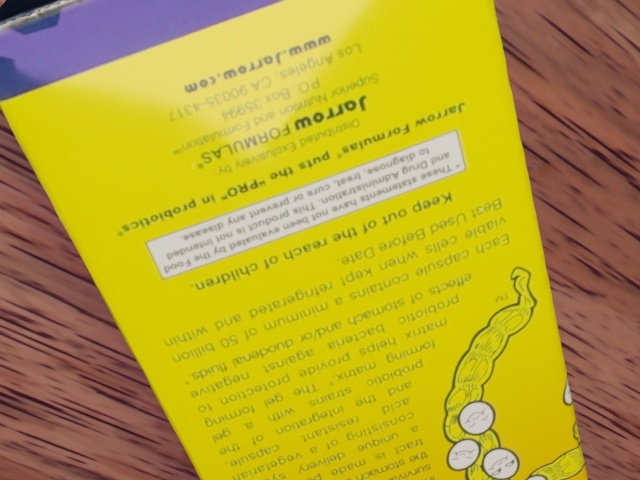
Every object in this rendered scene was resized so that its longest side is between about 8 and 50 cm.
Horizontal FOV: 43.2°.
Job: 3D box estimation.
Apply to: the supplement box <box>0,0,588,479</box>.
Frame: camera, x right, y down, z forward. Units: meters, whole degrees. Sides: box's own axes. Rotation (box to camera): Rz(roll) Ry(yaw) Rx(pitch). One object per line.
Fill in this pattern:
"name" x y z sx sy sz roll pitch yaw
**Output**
"supplement box" 0.000 0.000 0.449 0.195 0.194 0.357 -20 119 0
